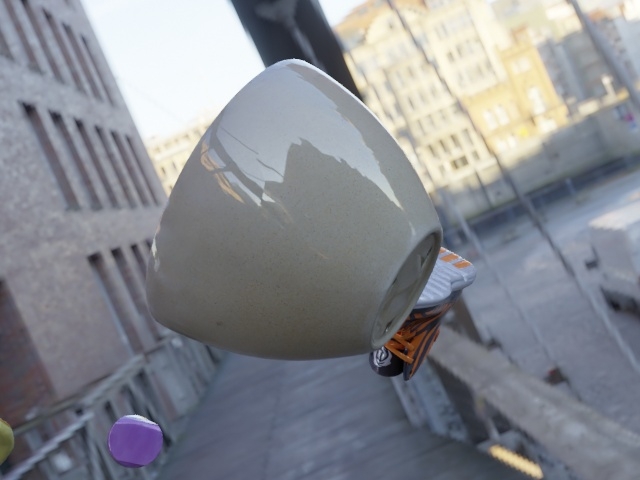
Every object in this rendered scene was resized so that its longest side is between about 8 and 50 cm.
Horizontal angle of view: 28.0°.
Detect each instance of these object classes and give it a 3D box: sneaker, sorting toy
[{"bbox_3d":[0.106,0.116,1.760,0.321,0.124,0.180,-7,-56,-59],"label":"sneaker"},{"bbox_3d":[-0.295,0.386,1.565,0.366,0.127,0.126,-67,7,-17],"label":"sorting toy"}]

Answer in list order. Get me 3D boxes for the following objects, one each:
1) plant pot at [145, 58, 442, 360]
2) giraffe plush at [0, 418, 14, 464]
[{"bbox_3d":[0.000,0.000,1.190,0.284,0.191,0.284,-52,-21,-28],"label":"plant pot"},{"bbox_3d":[-0.249,0.096,0.627,0.181,0.170,0.210,-32,41,23],"label":"giraffe plush"}]
